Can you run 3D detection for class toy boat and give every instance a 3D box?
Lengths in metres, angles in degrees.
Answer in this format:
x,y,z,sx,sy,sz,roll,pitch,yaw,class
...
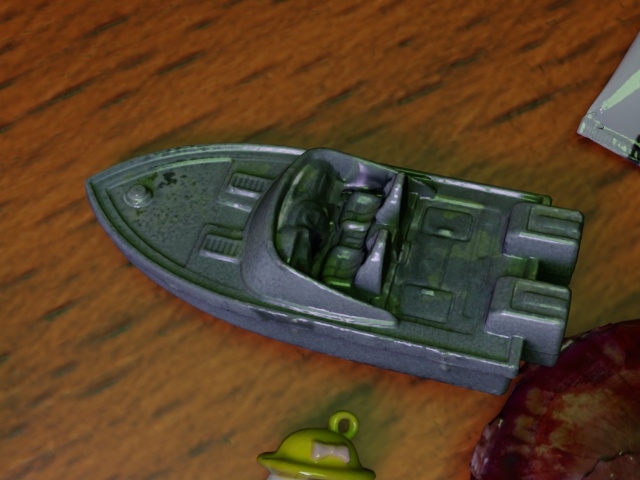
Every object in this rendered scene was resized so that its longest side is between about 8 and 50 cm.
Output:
x,y,z,sx,sy,sz,roll,pitch,yaw,class
0.000,0.000,0.740,0.319,0.092,0.141,12,51,9,toy boat

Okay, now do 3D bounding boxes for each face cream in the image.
x,y,z,sx,sy,sz,roll,pitch,yaw,class
0.271,-0.160,0.808,0.092,0.058,0.244,28,85,-2,face cream

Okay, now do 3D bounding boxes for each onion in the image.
x,y,z,sx,sy,sz,roll,pitch,yaw,class
0.200,0.155,0.690,0.230,0.163,0.230,0,85,4,onion

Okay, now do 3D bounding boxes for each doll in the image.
x,y,z,sx,sy,sz,roll,pitch,yaw,class
-0.025,0.201,0.718,0.129,0.081,0.207,28,77,-15,doll
